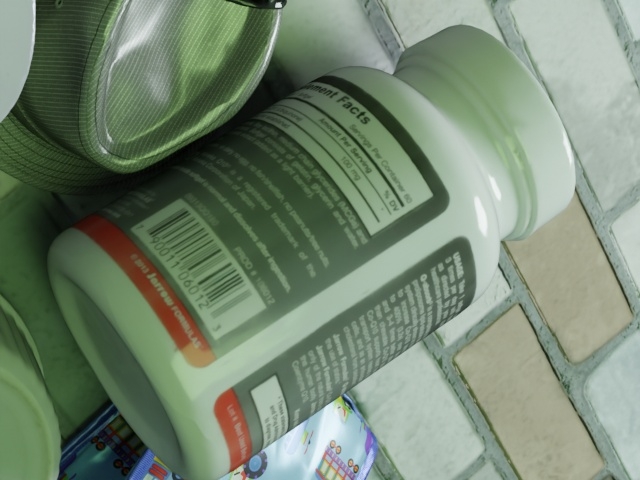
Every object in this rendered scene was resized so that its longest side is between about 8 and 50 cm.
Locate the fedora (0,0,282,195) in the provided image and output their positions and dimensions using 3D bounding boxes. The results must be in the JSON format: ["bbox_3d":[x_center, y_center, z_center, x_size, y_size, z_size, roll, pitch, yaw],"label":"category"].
[{"bbox_3d":[-0.125,-0.141,1.089,0.243,0.124,0.275,39,89,-37],"label":"fedora"}]

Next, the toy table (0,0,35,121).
[{"bbox_3d":[-0.299,-0.194,0.937,0.252,0.161,0.274,-26,122,-19],"label":"toy table"}]

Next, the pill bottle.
[{"bbox_3d":[0.000,0.000,1.147,0.363,0.210,0.210,-32,124,-19],"label":"pill bottle"}]

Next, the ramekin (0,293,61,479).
[{"bbox_3d":[-0.312,0.149,1.105,0.273,0.127,0.273,-13,117,-26],"label":"ramekin"}]

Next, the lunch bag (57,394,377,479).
[{"bbox_3d":[-0.077,0.195,1.281,0.293,0.138,0.221,-50,125,-14],"label":"lunch bag"}]

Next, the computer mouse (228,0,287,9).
[{"bbox_3d":[-0.098,-0.279,1.019,0.188,0.072,0.272,20,61,-23],"label":"computer mouse"}]
